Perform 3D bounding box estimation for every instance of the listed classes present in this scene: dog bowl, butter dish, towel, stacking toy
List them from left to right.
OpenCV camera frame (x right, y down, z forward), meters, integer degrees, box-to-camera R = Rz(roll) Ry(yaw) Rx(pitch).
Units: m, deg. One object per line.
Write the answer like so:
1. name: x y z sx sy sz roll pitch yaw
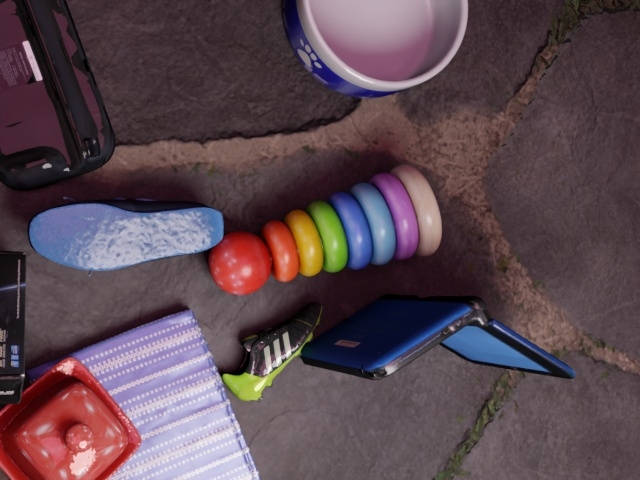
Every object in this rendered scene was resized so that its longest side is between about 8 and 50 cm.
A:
1. butter dish: -0.312 0.247 1.167 0.160 0.118 0.160 -42 100 -28
2. towel: -0.227 0.287 1.282 0.243 0.040 0.336 -21 93 -18
3. stacking toy: 0.000 0.000 1.340 0.330 0.141 0.141 -18 93 -13
4. dog bowl: 0.080 -0.349 1.392 0.264 0.104 0.265 1 87 -21

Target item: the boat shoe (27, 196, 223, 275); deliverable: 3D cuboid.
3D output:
1. boat shoe: -0.262 -0.007 1.257 0.258 0.089 0.109 3 99 -25

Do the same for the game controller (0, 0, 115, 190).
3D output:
1. game controller: -0.395 -0.230 1.239 0.166 0.067 0.319 -20 94 -6

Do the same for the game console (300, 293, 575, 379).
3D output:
1. game console: 0.149 0.169 1.287 0.250 0.293 0.173 -30 97 -19

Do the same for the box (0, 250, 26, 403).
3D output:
1. box: -0.439 0.104 1.145 0.147 0.077 0.180 3 56 -20

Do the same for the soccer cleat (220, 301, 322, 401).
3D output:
1. soccer cleat: -0.067 0.148 1.333 0.072 0.060 0.179 44 77 -12
